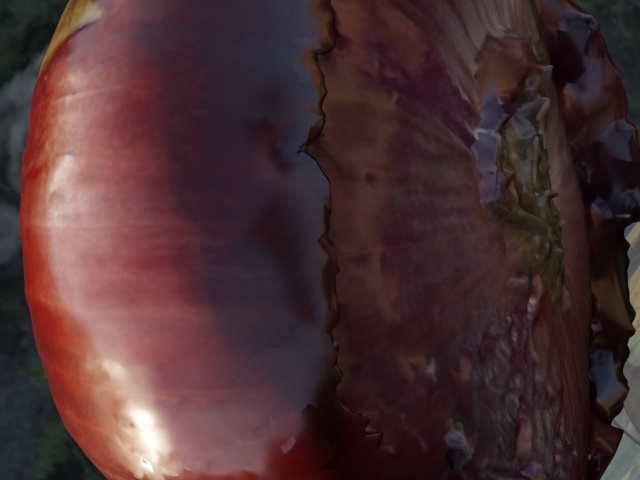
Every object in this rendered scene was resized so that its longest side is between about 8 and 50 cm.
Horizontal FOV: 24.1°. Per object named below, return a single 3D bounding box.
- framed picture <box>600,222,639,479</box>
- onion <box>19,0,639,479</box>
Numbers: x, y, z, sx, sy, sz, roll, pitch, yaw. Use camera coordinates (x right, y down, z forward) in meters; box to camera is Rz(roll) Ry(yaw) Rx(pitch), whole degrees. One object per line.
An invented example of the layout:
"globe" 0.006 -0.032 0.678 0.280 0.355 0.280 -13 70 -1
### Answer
"framed picture" 0.248 0.079 0.746 0.265 0.016 0.347 -54 39 8
"onion" 0.009 0.002 0.437 0.161 0.248 0.248 -28 55 28
